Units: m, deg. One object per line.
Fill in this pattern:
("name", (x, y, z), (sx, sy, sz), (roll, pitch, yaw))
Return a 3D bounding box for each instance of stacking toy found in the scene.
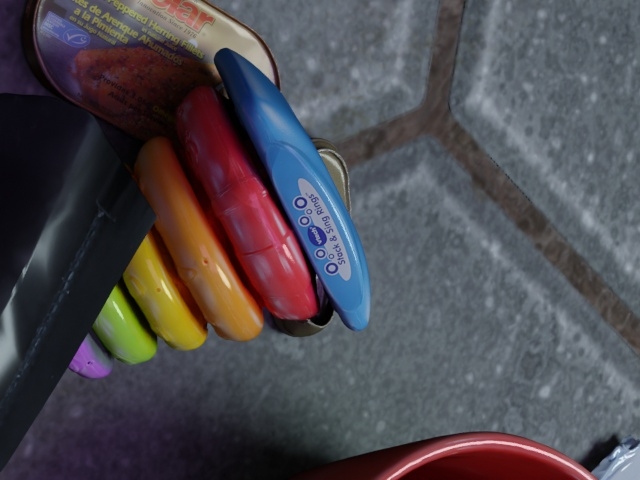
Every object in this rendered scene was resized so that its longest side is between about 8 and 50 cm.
("stacking toy", (-0.132, 0.022, 0.893), (0.301, 0.166, 0.175), (-26, 114, 0))

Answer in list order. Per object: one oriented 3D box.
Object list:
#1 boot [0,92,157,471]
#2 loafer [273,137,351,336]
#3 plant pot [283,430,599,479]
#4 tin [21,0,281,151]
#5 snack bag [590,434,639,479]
("boot", (-0.342, 0.092, 0.751), (0.146, 0.367, 0.445), (74, 36, -64))
("loafer", (0.000, 0.000, 1.024), (0.056, 0.050, 0.148), (-1, 98, -30))
("plant pot", (0.057, 0.260, 0.963), (0.274, 0.243, 0.275), (1, 87, -23))
("tin", (-0.112, -0.121, 0.951), (0.189, 0.040, 0.106), (30, 86, -30))
("snack bag", (0.217, 0.388, 1.214), (0.323, 0.037, 0.343), (-37, 114, -21))
